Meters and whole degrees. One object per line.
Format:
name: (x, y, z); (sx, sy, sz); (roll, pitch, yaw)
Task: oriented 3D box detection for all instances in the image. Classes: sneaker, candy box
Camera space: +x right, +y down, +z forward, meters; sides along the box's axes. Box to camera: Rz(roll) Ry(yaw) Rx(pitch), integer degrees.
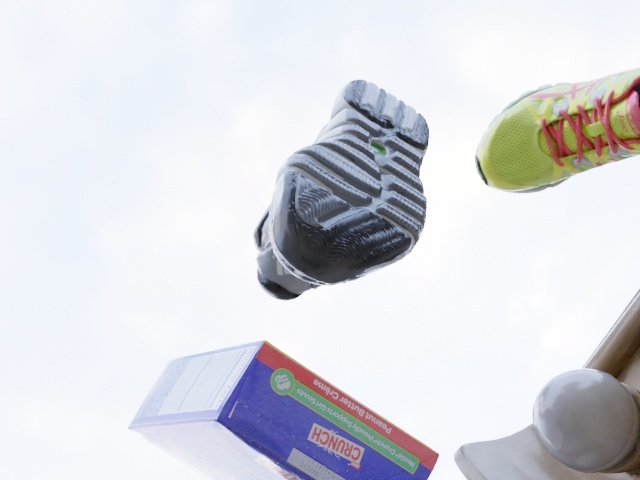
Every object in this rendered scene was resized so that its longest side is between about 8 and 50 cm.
sneaker: (0.000, 0.000, 0.807); (0.086, 0.229, 0.132); (34, -63, -2)
sneaker: (0.222, -0.096, 1.077); (0.208, 0.094, 0.081); (-23, -84, 0)
candy box: (-0.055, 0.247, 1.668); (0.268, 0.317, 0.122); (36, -112, -17)

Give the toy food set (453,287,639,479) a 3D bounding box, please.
toy food set: (0.207, 0.051, 0.603); (0.092, 0.220, 0.306); (18, -68, -41)
